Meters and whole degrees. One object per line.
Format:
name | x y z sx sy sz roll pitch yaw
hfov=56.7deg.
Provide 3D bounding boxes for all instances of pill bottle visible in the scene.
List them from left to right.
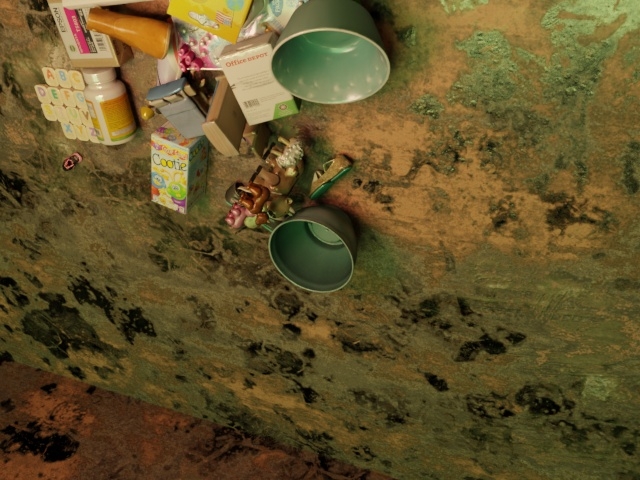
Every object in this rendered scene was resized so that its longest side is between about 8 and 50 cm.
pill bottle | -0.709 -0.457 1.983 0.136 0.136 0.246 10 129 18

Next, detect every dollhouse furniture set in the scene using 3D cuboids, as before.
dollhouse furniture set | -0.363 -0.321 1.796 0.303 0.198 0.286 -7 144 24

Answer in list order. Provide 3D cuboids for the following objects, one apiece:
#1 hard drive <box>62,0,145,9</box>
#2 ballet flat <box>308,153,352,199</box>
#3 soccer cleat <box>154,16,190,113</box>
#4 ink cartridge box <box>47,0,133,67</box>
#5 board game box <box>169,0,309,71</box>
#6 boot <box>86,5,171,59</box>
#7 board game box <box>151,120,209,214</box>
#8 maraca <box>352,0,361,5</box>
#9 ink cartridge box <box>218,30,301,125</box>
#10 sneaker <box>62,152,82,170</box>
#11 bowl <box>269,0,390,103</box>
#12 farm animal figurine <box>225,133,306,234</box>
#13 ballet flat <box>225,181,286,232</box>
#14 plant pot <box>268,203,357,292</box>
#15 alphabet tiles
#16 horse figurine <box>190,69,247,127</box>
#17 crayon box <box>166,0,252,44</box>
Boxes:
hard drive | -0.597 -0.772 1.678 0.307 0.040 0.203 4 91 23
ballet flat | 0.021 -0.208 1.899 0.206 0.073 0.067 -37 78 38
soccer cleat | -0.463 -0.535 1.839 0.116 0.108 0.318 41 131 6
ink cartridge box | -0.720 -0.668 1.857 0.193 0.088 0.235 4 128 21
board game box | -0.226 -0.642 1.607 0.389 0.050 0.390 3 128 5
boot | -0.549 -0.594 1.680 0.211 0.295 0.104 8 104 -30
board game box | -0.483 -0.255 2.032 0.141 0.144 0.276 22 131 9
maraca | 0.032 -0.653 1.514 0.127 0.099 0.185 -28 133 26
ink cartridge box | -0.165 -0.451 1.657 0.160 0.093 0.220 -10 130 16
sneaker | -0.972 -0.295 2.288 0.119 0.057 0.047 -26 114 39
bowl | 0.026 -0.507 1.537 0.311 0.163 0.312 2 160 1
farm animal figurine | -0.149 -0.152 1.874 0.172 0.327 0.330 31 171 -11
ballet flat | -0.204 -0.111 2.054 0.280 0.095 0.096 30 120 1
plant pot | 0.000 0.000 1.971 0.292 0.196 0.293 13 129 16
alphabet tiles | -0.891 -0.481 2.129 0.283 0.021 0.278 11 129 17
horse figurine | -0.327 -0.442 1.845 0.263 0.066 0.174 15 151 -6
crayon box | -0.248 -0.687 1.491 0.202 0.081 0.319 23 126 -10
